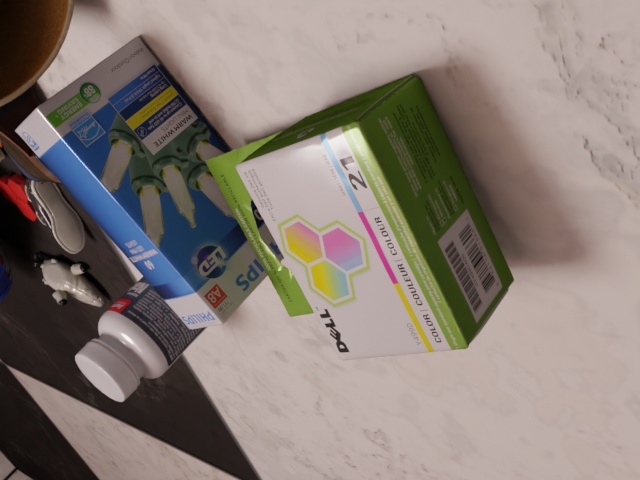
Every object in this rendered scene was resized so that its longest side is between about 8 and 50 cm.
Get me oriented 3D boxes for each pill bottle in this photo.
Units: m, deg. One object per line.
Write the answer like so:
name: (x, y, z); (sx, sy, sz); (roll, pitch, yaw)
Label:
pill bottle: (-0.215, 0.110, 1.001); (0.108, 0.180, 0.108); (28, 145, 22)

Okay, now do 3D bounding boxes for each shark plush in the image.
shark plush: (-0.423, 0.066, 1.301); (0.161, 0.073, 0.067); (15, 169, 30)

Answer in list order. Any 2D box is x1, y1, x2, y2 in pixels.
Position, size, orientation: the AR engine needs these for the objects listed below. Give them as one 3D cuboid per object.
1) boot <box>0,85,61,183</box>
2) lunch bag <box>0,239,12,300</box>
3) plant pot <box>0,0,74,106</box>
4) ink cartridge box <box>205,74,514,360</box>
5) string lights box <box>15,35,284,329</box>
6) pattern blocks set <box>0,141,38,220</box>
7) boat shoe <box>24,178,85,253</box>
boot: (-0.386, -0.150, 0.970); (0.106, 0.082, 0.219); (-9, 124, 49)
lunch bag: (-0.684, -0.050, 1.261); (0.386, 0.238, 0.328); (34, 159, 1)
plant pot: (-0.390, -0.259, 0.745); (0.254, 0.237, 0.237); (31, 150, 47)
ink cartridge box: (0.000, 0.000, 0.660); (0.255, 0.097, 0.188); (-14, 110, 42)
string lights box: (-0.154, -0.052, 0.785); (0.259, 0.133, 0.077); (51, 147, -15)
pattern blocks set: (-0.529, -0.187, 1.133); (0.286, 0.026, 0.324); (24, 144, 27)
boat shoe: (-0.380, -0.037, 1.133); (0.038, 0.046, 0.125); (3, 128, 46)
